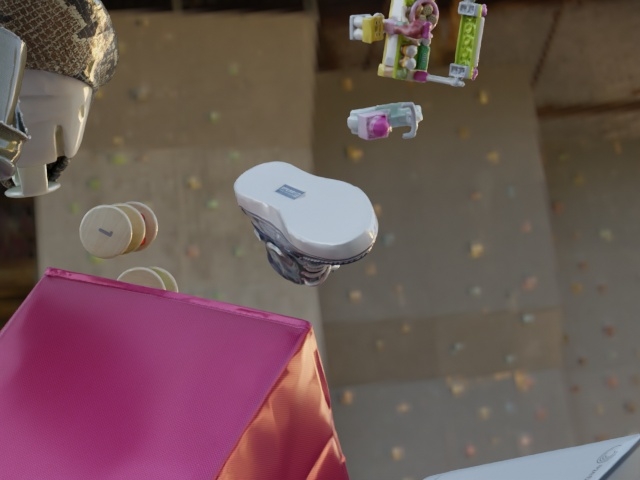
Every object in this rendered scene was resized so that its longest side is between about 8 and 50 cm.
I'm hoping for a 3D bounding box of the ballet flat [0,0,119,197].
[{"bbox_3d":[-0.296,-0.140,1.746,0.164,0.182,0.483,3,-12,-9],"label":"ballet flat"}]

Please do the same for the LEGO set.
[{"bbox_3d":[0.079,-0.236,1.557,0.132,0.287,0.107,-24,25,-30],"label":"LEGO set"}]

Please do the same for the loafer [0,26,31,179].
[{"bbox_3d":[-0.274,-0.130,1.286,0.094,0.251,0.087,30,-78,-35],"label":"loafer"}]

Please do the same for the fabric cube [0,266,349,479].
[{"bbox_3d":[-0.147,0.215,1.317,0.254,0.258,0.259,9,-44,25],"label":"fabric cube"}]

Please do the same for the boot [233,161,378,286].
[{"bbox_3d":[0.000,0.000,1.318,0.069,0.190,0.086,-30,-62,-14],"label":"boot"}]

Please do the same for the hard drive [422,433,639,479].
[{"bbox_3d":[0.143,0.284,1.596,0.233,0.047,0.353,-37,8,-33],"label":"hard drive"}]

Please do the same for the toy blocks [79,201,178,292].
[{"bbox_3d":[-0.180,0.019,1.686,0.054,0.123,0.148,-28,-2,9],"label":"toy blocks"}]
